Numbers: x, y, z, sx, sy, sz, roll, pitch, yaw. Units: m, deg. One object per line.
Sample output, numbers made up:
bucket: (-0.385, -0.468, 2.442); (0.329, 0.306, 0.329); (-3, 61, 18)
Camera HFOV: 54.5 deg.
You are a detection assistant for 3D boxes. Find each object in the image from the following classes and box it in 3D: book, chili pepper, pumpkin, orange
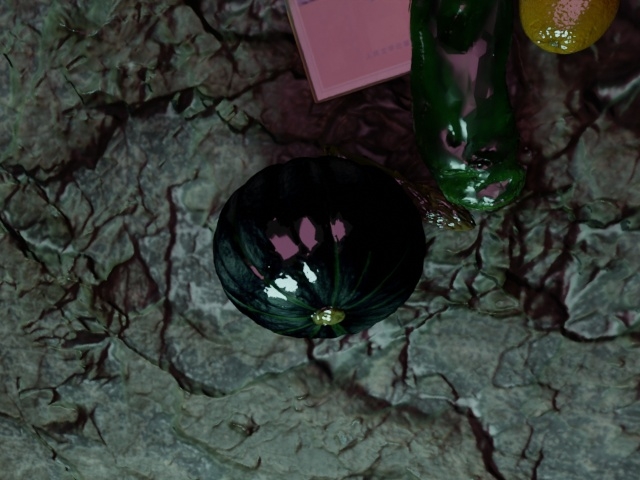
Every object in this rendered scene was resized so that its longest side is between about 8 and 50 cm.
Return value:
book: (0.037, -0.263, 0.548); (0.170, 0.018, 0.241); (-15, 102, 16)
chili pepper: (0.122, -0.134, 0.530); (0.098, 0.061, 0.224); (-6, 113, 20)
pumpkin: (0.001, 0.010, 0.553); (0.194, 0.194, 0.150); (-1, 78, 13)
orange: (0.199, -0.192, 0.501); (0.085, 0.085, 0.085); (3, 106, 12)

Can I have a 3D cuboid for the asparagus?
asparagus: (0.072, -0.048, 0.593); (0.165, 0.030, 0.036); (27, 85, 7)
